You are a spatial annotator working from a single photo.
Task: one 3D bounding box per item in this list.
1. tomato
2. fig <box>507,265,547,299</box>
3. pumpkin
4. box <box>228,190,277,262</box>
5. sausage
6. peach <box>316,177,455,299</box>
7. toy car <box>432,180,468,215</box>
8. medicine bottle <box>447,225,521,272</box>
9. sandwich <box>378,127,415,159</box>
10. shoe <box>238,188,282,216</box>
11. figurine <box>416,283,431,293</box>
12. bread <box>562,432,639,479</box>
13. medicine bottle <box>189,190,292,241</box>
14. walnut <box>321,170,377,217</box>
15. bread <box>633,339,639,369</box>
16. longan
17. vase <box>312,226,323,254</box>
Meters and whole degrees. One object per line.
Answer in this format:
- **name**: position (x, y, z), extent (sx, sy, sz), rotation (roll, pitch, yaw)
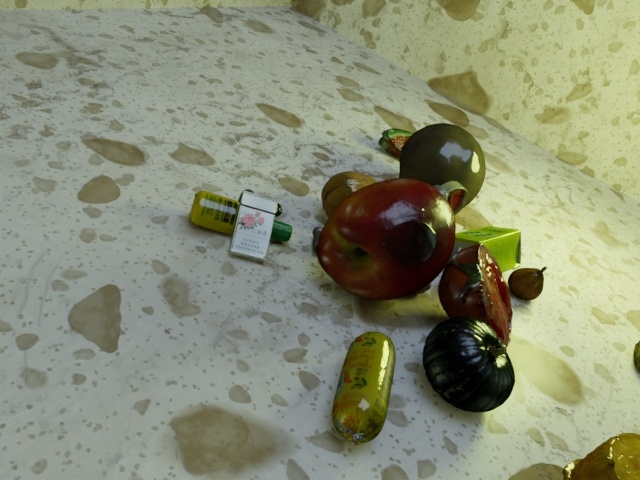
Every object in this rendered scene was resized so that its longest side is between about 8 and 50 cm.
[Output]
- **tomato**: position (0.437, 0.174, 1.785), extent (0.170, 0.309, 0.309), rotation (-10, 18, 31)
- **fig**: position (0.696, 0.125, 2.055), extent (0.119, 0.153, 0.119), rotation (7, 29, -4)
- **pumpkin**: position (0.385, 0.309, 1.552), extent (0.250, 0.216, 0.249), rotation (25, 48, -31)
- **box**: position (-0.194, -0.041, 1.778), extent (0.109, 0.029, 0.198), rotation (16, 66, -15)
- **sausage**: position (0.105, 0.331, 1.429), extent (0.123, 0.123, 0.347), rotation (22, 33, 0)
- **peach**: position (0.203, -0.004, 1.734), extent (0.406, 0.335, 0.310), rotation (-16, 4, -22)
- **toy car**: position (0.412, -0.119, 2.136), extent (0.235, 0.235, 0.145), rotation (-6, 42, -36)
- **medicine bottle**: position (0.554, 0.037, 2.069), extent (0.250, 0.141, 0.137), rotation (-13, 14, -38)
- **sandwich**: position (0.351, -0.402, 2.657), extent (0.185, 0.109, 0.159), rotation (-2, 60, -35)
- **shoe**: position (-0.183, -0.108, 1.942), extent (0.169, 0.071, 0.099), rotation (18, -3, 37)
- **figurine**: position (0.297, 0.130, 1.883), extent (0.083, 0.067, 0.071), rotation (1, 15, -4)
- **bread**: position (0.721, 0.608, 1.318), extent (0.398, 0.215, 0.398), rotation (19, 28, -11)
- **medicine bottle**: position (-0.234, -0.061, 1.831), extent (0.309, 0.076, 0.111), rotation (17, 67, -16)
- **walnut**: position (0.110, -0.139, 2.060), extent (0.226, 0.193, 0.193), rotation (-3, 40, -39)
- **bread**: position (1.054, 0.375, 1.962), extent (0.110, 0.103, 0.156), rotation (-11, 39, -24)
- **longan**: position (0.451, -0.276, 2.333), extent (0.361, 0.361, 0.361), rotation (16, 33, -11)
- **vase**: position (0.000, 0.000, 1.907), extent (0.053, 0.053, 0.100), rotation (13, 30, -14)
